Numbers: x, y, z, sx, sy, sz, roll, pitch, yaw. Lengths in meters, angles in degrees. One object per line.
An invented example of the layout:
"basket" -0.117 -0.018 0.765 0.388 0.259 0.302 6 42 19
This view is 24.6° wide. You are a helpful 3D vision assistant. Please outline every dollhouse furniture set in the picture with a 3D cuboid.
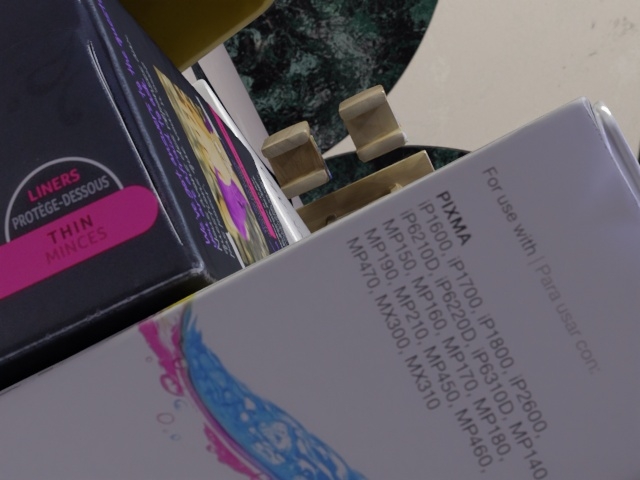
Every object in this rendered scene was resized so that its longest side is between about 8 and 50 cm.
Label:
"dollhouse furniture set" 0.000 0.000 1.340 0.161 0.242 0.212 -84 149 -80

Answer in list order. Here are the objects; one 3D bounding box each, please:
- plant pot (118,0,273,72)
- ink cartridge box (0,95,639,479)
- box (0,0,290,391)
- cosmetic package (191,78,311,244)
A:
"plant pot" -0.177 -0.154 0.662 0.187 0.212 0.212 54 2 19
"ink cartridge box" 0.000 0.098 0.560 0.131 0.306 0.226 66 6 20
"box" -0.107 0.018 0.639 0.143 0.165 0.270 67 6 19
"cosmetic package" -0.042 0.083 0.980 0.197 0.155 0.365 60 1 28
